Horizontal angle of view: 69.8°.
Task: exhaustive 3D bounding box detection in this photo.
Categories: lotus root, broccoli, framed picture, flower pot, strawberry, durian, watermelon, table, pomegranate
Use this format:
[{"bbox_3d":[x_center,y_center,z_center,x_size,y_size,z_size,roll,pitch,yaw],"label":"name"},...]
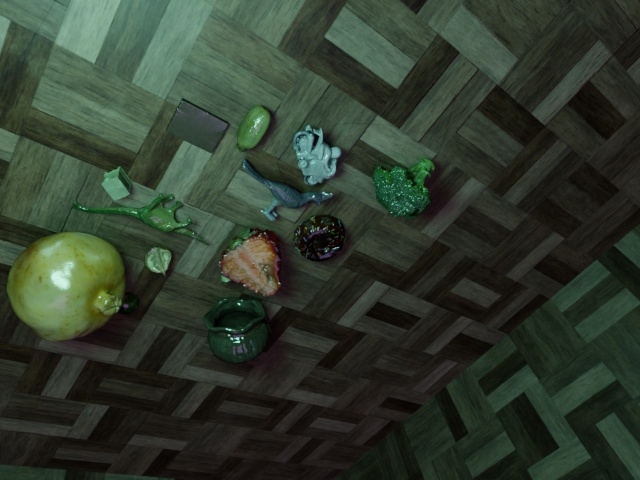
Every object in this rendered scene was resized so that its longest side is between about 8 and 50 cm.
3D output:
[{"bbox_3d":[-0.237,-0.378,1.580,0.077,0.090,0.183,1,136,-53],"label":"lotus root"},{"bbox_3d":[0.353,-0.216,1.810,0.269,0.269,0.254,-27,136,7],"label":"broccoli"},{"bbox_3d":[-0.419,-0.388,1.563,0.168,0.023,0.128,23,118,-30],"label":"framed picture"},{"bbox_3d":[-0.364,0.392,2.059,0.302,0.302,0.213,-9,118,-9],"label":"flower pot"},{"bbox_3d":[-0.255,0.066,1.887,0.280,0.150,0.253,33,104,-20],"label":"strawberry"},{"bbox_3d":[-0.648,0.079,1.848,0.110,0.071,0.140,-17,118,-9],"label":"durian"},{"bbox_3d":[-0.832,0.279,1.965,0.106,0.062,0.105,-12,132,-13],"label":"watermelon"},{"bbox_3d":[-0.707,-0.199,1.594,0.062,0.083,0.079,-22,130,1],"label":"table"},{"bbox_3d":[-0.882,0.162,1.647,0.412,0.411,0.411,-8,130,-10],"label":"pomegranate"}]

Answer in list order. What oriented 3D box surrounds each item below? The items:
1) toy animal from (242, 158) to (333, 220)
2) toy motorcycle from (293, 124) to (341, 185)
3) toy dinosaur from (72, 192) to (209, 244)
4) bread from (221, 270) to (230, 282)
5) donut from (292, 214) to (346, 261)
[{"bbox_3d":[-0.158,-0.169,1.784,0.367,0.081,0.205,19,126,-19],"label":"toy animal"},{"bbox_3d":[-0.006,-0.310,1.688,0.171,0.110,0.260,-15,140,0],"label":"toy motorcycle"},{"bbox_3d":[-0.655,-0.059,1.725,0.301,0.087,0.447,-33,123,11],"label":"toy dinosaur"},{"bbox_3d":[-0.362,0.119,1.954,0.157,0.083,0.094,-39,112,-15],"label":"bread"},{"bbox_3d":[0.000,0.000,1.959,0.235,0.089,0.235,-9,131,-11],"label":"donut"}]
